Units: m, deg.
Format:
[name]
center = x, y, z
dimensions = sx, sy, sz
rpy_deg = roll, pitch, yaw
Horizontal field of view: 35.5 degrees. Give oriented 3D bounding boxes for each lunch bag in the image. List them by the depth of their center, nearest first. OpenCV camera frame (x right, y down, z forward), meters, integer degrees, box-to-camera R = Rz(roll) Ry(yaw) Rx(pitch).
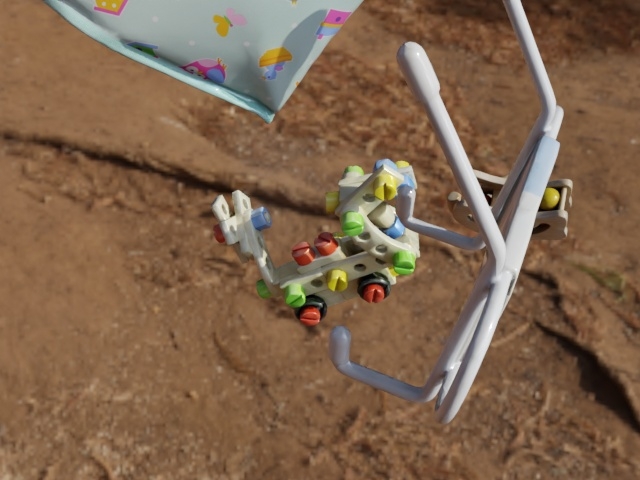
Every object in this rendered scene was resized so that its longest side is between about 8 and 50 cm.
[lunch bag]
center = -0.098, -0.257, 0.835
dimensions = 0.262, 0.223, 0.160
rpy_deg = 24, 30, -29

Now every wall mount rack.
[wall mount rack]
center = 0.108, -0.048, 0.763
dimensions = 0.131, 0.304, 0.350
rpy_deg = 22, 43, 6

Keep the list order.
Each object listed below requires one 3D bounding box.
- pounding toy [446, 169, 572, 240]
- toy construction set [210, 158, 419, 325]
[pounding toy]
center = 0.341, -0.095, 1.858
dimensions = 0.270, 0.154, 0.154
rpy_deg = -1, -26, 34
[toy construction set]
center = 0.000, 0.000, 1.398
dimensions = 0.328, 0.215, 0.151
rpy_deg = -9, 45, 29
